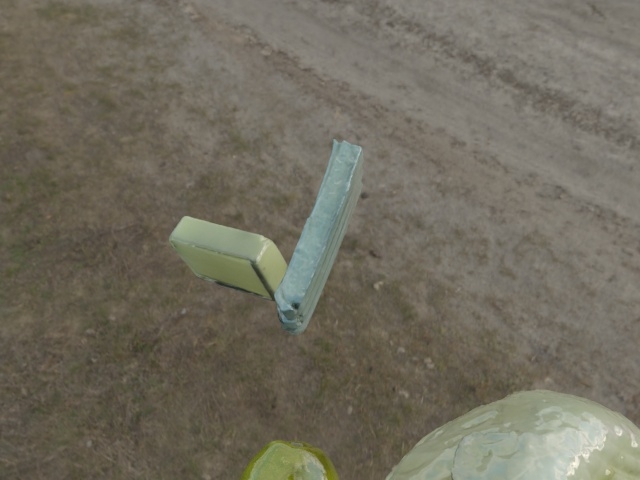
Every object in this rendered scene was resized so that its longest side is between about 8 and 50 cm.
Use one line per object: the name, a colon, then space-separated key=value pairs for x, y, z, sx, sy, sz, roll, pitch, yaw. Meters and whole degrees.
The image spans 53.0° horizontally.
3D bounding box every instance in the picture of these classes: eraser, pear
eraser: x=-0.139 y=0.028 z=1.002 sx=0.172 sy=0.117 sz=0.058 roll=14 pitch=59 yaw=28
pear: x=-0.073 y=0.619 z=1.476 sx=0.253 sy=0.253 sz=0.307 roll=6 pitch=71 yaw=9

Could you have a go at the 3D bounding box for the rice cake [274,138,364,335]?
rice cake: x=-0.001 y=0.000 z=0.706 sx=0.038 sy=0.124 sz=0.211 roll=17 pitch=71 yaw=9

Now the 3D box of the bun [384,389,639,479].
bun: x=0.116 y=0.211 z=0.376 sx=0.153 sy=0.244 sz=0.244 roll=-24 pitch=26 yaw=48
